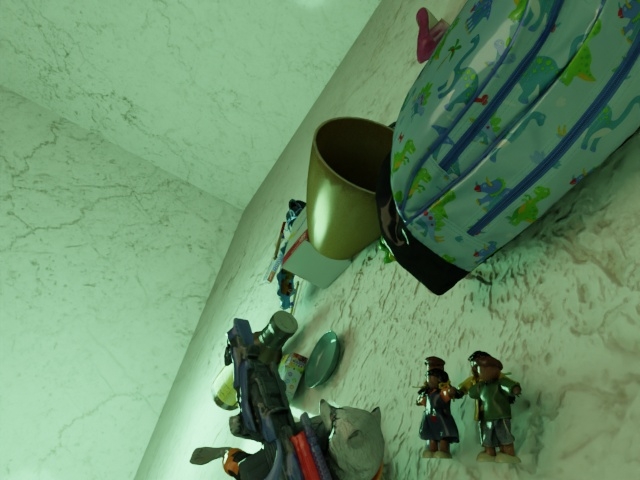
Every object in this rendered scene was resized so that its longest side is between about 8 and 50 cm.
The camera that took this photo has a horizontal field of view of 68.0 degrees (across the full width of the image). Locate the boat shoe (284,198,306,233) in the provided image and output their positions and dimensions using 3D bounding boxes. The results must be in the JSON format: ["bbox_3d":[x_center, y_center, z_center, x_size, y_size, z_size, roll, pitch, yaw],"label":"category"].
[{"bbox_3d":[-0.086,-0.069,1.648,0.109,0.089,0.258,-58,16,15],"label":"boat shoe"}]

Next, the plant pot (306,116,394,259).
[{"bbox_3d":[0.065,-0.081,0.985,0.237,0.237,0.254,-78,8,-46],"label":"plant pot"}]

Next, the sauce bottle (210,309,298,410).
[{"bbox_3d":[-0.170,0.312,1.233,0.344,0.112,0.111,-51,19,30],"label":"sauce bottle"}]

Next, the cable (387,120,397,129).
[{"bbox_3d":[0.161,-0.221,1.211,0.184,0.047,0.150,-16,53,66],"label":"cable"}]

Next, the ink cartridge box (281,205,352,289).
[{"bbox_3d":[0.000,0.000,1.173,0.127,0.128,0.176,-50,20,39],"label":"ink cartridge box"}]

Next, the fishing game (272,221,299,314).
[{"bbox_3d":[-0.080,0.092,1.250,0.189,0.041,0.264,-78,-14,-46],"label":"fishing game"}]

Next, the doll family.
[{"bbox_3d":[0.147,0.169,0.500,0.193,0.076,0.111,-33,52,52],"label":"doll family"}]

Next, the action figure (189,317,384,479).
[{"bbox_3d":[-0.046,0.280,0.634,0.330,0.179,0.341,-40,54,36],"label":"action figure"}]

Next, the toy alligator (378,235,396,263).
[{"bbox_3d":[0.155,-0.019,0.845,0.189,0.051,0.056,-47,22,44],"label":"toy alligator"}]

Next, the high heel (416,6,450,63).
[{"bbox_3d":[0.286,-0.570,1.327,0.117,0.082,0.244,-45,33,21],"label":"high heel"}]

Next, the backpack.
[{"bbox_3d":[0.220,-0.153,0.567,0.356,0.273,0.290,-33,24,38],"label":"backpack"}]

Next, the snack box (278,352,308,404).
[{"bbox_3d":[-0.074,0.300,1.032,0.141,0.037,0.100,129,164,-69],"label":"snack box"}]

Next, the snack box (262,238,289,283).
[{"bbox_3d":[-0.169,0.079,1.791,0.178,0.022,0.064,-67,17,-17],"label":"snack box"}]

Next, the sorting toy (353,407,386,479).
[{"bbox_3d":[0.015,0.365,0.664,0.192,0.038,0.208,-60,15,9],"label":"sorting toy"}]

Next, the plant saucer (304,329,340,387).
[{"bbox_3d":[0.008,0.238,0.941,0.119,0.021,0.119,-55,16,24],"label":"plant saucer"}]
